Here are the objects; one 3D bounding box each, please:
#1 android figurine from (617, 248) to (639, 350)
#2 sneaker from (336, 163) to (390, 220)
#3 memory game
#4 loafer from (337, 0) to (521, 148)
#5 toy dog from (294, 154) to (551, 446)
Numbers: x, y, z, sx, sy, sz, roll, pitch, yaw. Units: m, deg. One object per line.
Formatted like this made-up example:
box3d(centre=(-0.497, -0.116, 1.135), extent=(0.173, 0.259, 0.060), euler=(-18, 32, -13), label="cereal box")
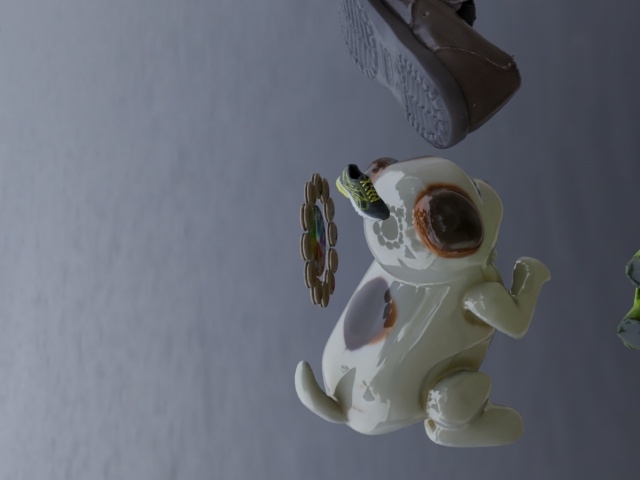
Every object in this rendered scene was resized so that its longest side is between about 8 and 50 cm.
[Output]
box3d(centre=(0.442, 0.020, 1.318), extent=(0.056, 0.273, 0.248), euler=(19, 124, 33), label="android figurine")
box3d(centre=(0.050, -0.056, 1.245), extent=(0.083, 0.031, 0.035), euler=(43, 138, 25), label="sneaker")
box3d(centre=(0.000, 0.000, 1.467), extent=(0.186, 0.012, 0.186), euler=(-2, -90, -77), label="memory game")
box3d(centre=(0.120, -0.241, 1.276), extent=(0.134, 0.130, 0.366), euler=(83, 164, -47), label="loafer")
box3d(centre=(0.144, 0.069, 1.624), extent=(0.284, 0.395, 0.408), euler=(-130, 44, -60), label="toy dog")
